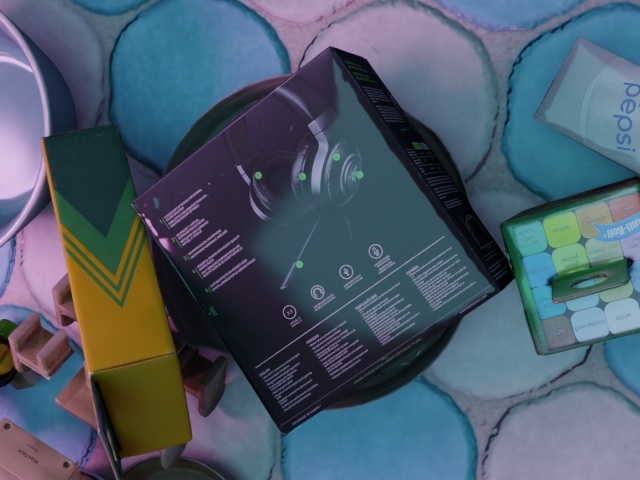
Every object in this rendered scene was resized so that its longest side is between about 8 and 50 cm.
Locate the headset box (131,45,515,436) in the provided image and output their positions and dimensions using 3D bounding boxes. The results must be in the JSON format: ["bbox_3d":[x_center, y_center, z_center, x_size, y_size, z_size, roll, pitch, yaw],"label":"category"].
[{"bbox_3d":[-0.001,-0.009,0.992,0.246,0.131,0.283,-37,84,16],"label":"headset box"}]

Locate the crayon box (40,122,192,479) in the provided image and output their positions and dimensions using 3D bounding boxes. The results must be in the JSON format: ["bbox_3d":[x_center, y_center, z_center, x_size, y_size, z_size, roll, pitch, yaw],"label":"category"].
[{"bbox_3d":[-0.196,0.073,1.045,0.083,0.203,0.323,-13,59,-10],"label":"crayon box"}]

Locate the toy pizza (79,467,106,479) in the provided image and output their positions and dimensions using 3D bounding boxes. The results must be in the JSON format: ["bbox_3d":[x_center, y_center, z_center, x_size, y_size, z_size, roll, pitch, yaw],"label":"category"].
[{"bbox_3d":[-0.282,0.367,1.234,0.201,0.032,0.201,5,98,34],"label":"toy pizza"}]

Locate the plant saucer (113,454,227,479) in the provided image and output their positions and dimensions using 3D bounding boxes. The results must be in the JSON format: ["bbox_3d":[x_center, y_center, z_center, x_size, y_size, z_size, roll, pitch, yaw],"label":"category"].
[{"bbox_3d":[-0.163,0.342,1.226,0.198,0.036,0.199,1,95,16],"label":"plant saucer"}]

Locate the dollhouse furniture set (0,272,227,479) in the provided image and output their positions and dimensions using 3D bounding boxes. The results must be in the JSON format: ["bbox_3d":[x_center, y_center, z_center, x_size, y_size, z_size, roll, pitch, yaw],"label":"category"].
[{"bbox_3d":[-0.254,0.196,1.178,0.212,0.242,0.161,30,147,12],"label":"dollhouse furniture set"}]

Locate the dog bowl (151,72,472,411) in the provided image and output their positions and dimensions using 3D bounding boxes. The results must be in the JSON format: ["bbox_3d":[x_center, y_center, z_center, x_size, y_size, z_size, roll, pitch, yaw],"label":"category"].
[{"bbox_3d":[0.000,0.000,1.114,0.348,0.102,0.349,2,96,17],"label":"dog bowl"}]

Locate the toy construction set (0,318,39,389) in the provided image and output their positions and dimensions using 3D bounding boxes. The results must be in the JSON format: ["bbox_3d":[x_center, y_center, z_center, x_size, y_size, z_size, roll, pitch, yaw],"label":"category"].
[{"bbox_3d":[-0.487,0.175,1.238,0.308,0.257,0.237,31,59,-4],"label":"toy construction set"}]

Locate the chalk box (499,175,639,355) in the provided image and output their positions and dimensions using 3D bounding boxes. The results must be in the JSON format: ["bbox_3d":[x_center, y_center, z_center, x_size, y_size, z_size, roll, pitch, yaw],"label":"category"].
[{"bbox_3d":[0.252,0.022,0.981,0.132,0.213,0.132,-16,90,17],"label":"chalk box"}]

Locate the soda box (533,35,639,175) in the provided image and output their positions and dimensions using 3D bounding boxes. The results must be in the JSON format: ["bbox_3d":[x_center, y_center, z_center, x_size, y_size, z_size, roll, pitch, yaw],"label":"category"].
[{"bbox_3d":[0.352,-0.088,1.003,0.286,0.098,0.091,31,102,13],"label":"soda box"}]

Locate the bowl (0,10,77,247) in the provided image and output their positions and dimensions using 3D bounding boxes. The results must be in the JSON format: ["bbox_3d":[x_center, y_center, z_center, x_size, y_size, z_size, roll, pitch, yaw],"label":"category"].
[{"bbox_3d":[-0.402,-0.127,1.191,0.311,0.163,0.312,2,96,16],"label":"bowl"}]
